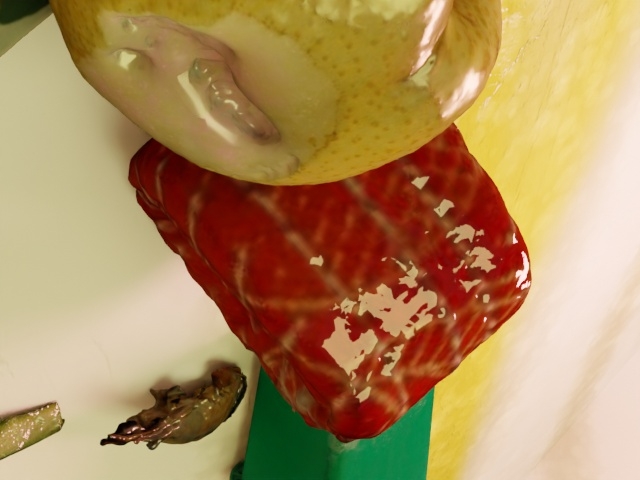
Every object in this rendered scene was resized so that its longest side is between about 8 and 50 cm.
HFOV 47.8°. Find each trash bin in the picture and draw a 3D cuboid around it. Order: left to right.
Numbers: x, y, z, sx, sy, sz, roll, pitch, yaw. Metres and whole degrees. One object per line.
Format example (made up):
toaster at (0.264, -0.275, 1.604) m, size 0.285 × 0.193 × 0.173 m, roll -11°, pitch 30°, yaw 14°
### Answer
trash bin at (0.036, 0.294, 1.038) m, size 0.259 × 0.295 × 0.381 m, roll -19°, pitch 129°, yaw -33°

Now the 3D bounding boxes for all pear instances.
pear at (-0.022, -0.156, 0.433) m, size 0.271 × 0.271 × 0.271 m, roll -26°, pitch 139°, yaw -26°

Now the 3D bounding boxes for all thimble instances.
thimble at (0.000, 0.000, 0.684) m, size 0.230 × 0.350 × 0.350 m, roll -38°, pitch 142°, yaw -12°

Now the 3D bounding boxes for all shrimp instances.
shrimp at (-0.184, 0.203, 0.912) m, size 0.117 × 0.066 × 0.262 m, roll -65°, pitch 157°, yaw 0°

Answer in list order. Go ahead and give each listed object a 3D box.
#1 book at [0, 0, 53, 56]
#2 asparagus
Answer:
book at (-0.138, -0.302, 0.408) m, size 0.371 × 0.043 × 0.260 m, roll -53°, pitch 151°, yaw -25°
asparagus at (-0.361, 0.224, 0.772) m, size 0.178 × 0.041 × 0.045 m, roll -21°, pitch 144°, yaw -32°
